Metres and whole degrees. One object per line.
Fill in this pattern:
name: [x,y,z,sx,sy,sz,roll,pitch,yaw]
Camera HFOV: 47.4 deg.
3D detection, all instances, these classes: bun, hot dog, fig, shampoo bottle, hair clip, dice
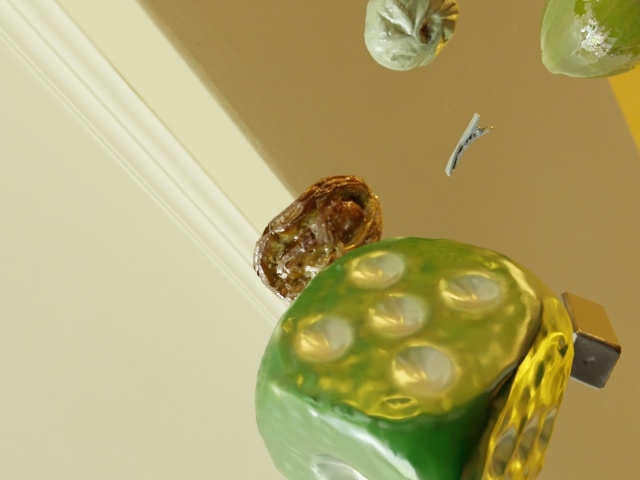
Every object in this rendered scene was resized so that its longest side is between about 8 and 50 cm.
bun: [0.181,-0.424,1.439,0.195,0.118,0.195,-12,-50,-15]
hot dog: [-0.002,0.002,1.283,0.175,0.114,0.259,42,-79,1]
fig: [0.629,-0.497,1.627,0.316,0.316,0.316,-9,-69,-26]
shampoo bottle: [0.426,0.153,1.197,0.079,0.246,0.080,23,-73,8]
hair clip: [0.252,-0.160,1.250,0.039,0.030,0.115,30,-69,-4]
dice: [0.117,0.187,0.870,0.300,0.287,0.297,-48,-42,-35]
